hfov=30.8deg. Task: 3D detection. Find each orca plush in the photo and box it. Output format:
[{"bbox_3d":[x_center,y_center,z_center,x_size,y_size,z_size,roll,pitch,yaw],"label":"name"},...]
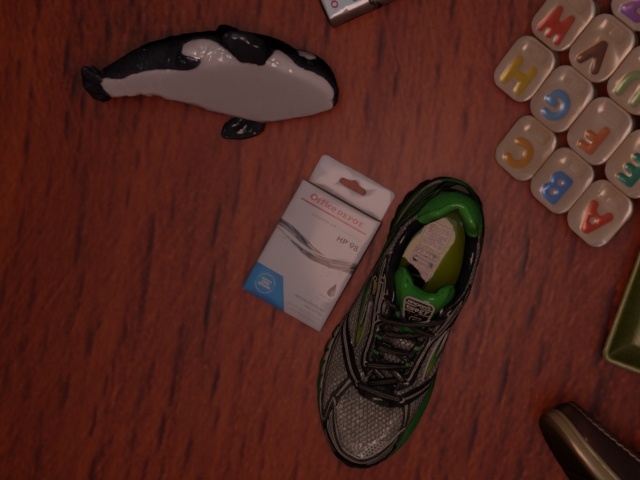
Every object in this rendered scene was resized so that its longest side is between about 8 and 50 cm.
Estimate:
[{"bbox_3d":[-0.122,-0.198,1.338,0.287,0.102,0.151,-7,136,14],"label":"orca plush"}]

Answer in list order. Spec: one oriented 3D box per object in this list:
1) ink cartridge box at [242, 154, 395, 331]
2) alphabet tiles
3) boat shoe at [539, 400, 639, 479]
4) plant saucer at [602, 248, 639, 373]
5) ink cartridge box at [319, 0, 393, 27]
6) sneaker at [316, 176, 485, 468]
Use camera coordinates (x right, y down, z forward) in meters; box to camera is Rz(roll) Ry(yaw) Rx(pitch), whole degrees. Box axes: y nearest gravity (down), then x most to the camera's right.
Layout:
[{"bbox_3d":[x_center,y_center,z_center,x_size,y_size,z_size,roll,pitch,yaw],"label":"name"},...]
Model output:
[{"bbox_3d":[0.000,0.000,1.328,0.104,0.060,0.180,29,94,3],"label":"ink cartridge box"},{"bbox_3d":[0.326,-0.146,1.257,0.284,0.021,0.278,45,112,21],"label":"alphabet tiles"},{"bbox_3d":[0.393,0.286,1.287,0.342,0.123,0.123,43,81,2],"label":"boat shoe"},{"bbox_3d":[0.434,0.077,1.293,0.188,0.045,0.188,20,93,14],"label":"plant saucer"},{"bbox_3d":[0.053,-0.315,1.316,0.135,0.056,0.099,-24,91,4],"label":"ink cartridge box"},{"bbox_3d":[0.083,0.090,1.283,0.134,0.146,0.343,19,94,4],"label":"sneaker"}]
